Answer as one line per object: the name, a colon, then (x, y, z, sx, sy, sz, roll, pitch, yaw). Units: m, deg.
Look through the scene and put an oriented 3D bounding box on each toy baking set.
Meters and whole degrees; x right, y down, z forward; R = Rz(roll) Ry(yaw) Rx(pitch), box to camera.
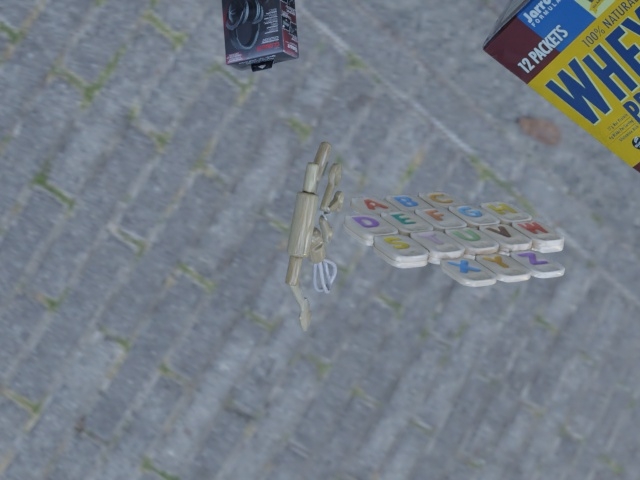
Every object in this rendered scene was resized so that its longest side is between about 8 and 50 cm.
toy baking set: (-0.002, -0.002, 2.091, 0.197, 0.030, 0.256, 13, 88, -72)

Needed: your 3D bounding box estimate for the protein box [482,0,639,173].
protein box: (0.267, -0.180, 1.185, 0.200, 0.136, 0.201, 37, 50, -7)

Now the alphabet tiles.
alphabet tiles: (0.179, -0.010, 2.063, 0.284, 0.278, 0.021, -6, 116, -32)

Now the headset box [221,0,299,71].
headset box: (-0.055, -0.195, 1.414, 0.032, 0.062, 0.083, 15, 69, -62)
